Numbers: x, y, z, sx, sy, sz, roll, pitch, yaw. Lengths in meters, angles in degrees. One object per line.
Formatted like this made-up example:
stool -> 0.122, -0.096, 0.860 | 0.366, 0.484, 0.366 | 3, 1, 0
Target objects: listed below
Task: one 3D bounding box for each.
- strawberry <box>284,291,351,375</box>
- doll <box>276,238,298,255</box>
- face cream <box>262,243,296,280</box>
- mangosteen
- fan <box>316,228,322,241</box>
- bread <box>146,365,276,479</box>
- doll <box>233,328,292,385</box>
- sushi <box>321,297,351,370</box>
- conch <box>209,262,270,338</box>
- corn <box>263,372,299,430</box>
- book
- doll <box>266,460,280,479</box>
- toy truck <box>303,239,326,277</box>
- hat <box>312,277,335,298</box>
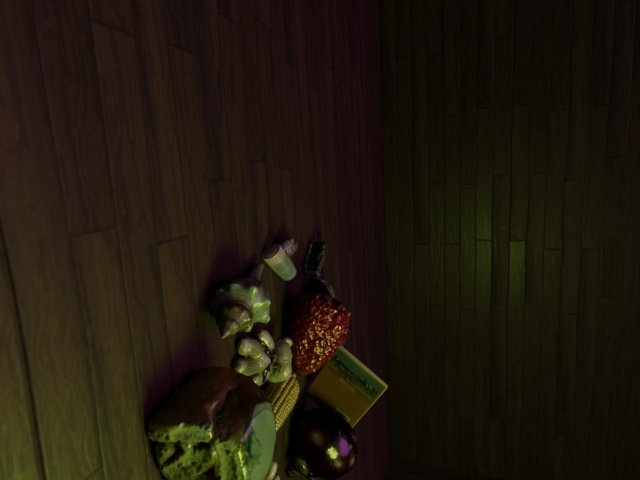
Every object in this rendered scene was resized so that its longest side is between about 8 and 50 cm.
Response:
strawberry -> -0.035, 0.380, 1.719 | 0.343, 0.292, 0.292 | -65, 152, -18
doll -> -0.131, 0.031, 1.703 | 0.094, 0.079, 0.180 | -53, 166, 7
face cream -> -0.156, 0.088, 1.634 | 0.084, 0.057, 0.198 | -37, 144, -6
mangosteen -> 0.008, 0.877, 1.799 | 0.293, 0.297, 0.297 | -23, 114, -47
fan -> 0.000, 0.000, 2.132 | 0.133, 0.005, 0.085 | 69, 29, -43
bread -> -0.255, 0.566, 1.128 | 0.239, 0.264, 0.395 | -49, 134, -66
doll -> -0.192, 0.423, 1.476 | 0.175, 0.149, 0.278 | -57, 144, 5
sushi -> 0.092, 0.494, 2.075 | 0.296, 0.100, 0.373 | -26, 127, -81
conch -> -0.226, 0.197, 1.332 | 0.386, 0.169, 0.203 | -38, 151, -62
corn -> -0.174, 0.605, 1.522 | 0.347, 0.130, 0.130 | -49, 136, -56
book -> 0.103, 0.656, 1.848 | 0.028, 0.262, 0.374 | -29, 153, -52
doll -> -0.202, 0.914, 1.544 | 0.160, 0.059, 0.161 | -57, 151, -53
toy truck -> -0.023, 0.098, 1.980 | 0.115, 0.080, 0.178 | 80, 20, -51
hat -> 0.039, 0.286, 1.994 | 0.149, 0.244, 0.214 | -2, 95, -31
